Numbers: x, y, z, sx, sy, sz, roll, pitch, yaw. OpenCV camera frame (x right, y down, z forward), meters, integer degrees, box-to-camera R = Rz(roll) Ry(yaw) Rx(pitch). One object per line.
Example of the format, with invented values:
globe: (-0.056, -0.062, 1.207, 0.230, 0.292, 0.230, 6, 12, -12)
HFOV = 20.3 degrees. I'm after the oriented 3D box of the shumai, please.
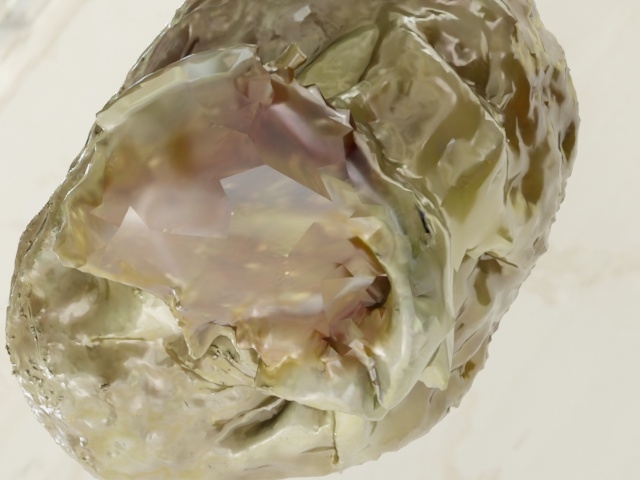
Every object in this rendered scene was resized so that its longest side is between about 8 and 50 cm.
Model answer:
shumai: (0.000, 0.000, 0.537, 0.209, 0.161, 0.153, -37, -170, -4)
